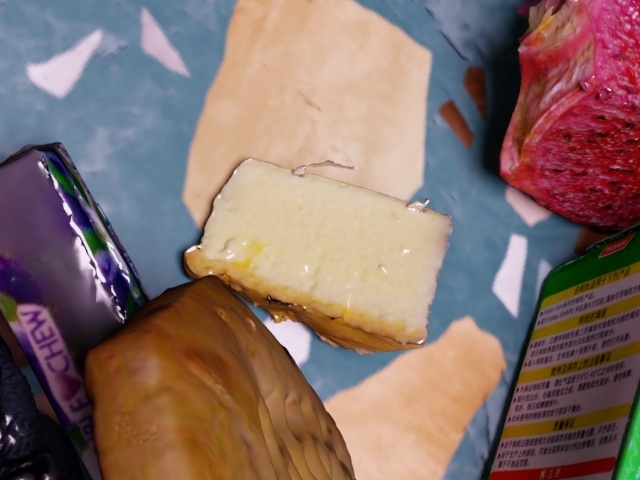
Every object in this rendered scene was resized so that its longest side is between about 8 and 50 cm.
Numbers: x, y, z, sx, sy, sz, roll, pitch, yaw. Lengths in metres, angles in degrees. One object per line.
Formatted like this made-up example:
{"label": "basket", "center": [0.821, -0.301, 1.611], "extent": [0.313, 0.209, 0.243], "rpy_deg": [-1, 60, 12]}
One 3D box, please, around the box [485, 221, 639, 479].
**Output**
{"label": "box", "center": [0.164, 0.115, 0.608], "extent": [0.103, 0.180, 0.250], "rpy_deg": [25, 71, -10]}

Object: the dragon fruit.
{"label": "dragon fruit", "center": [0.200, -0.094, 0.690], "extent": [0.274, 0.126, 0.161], "rpy_deg": [17, 66, -33]}

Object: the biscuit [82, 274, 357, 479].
{"label": "biscuit", "center": [0.016, 0.171, 0.458], "extent": [0.046, 0.359, 0.359], "rpy_deg": [-28, 97, 4]}

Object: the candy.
{"label": "candy", "center": [-0.073, 0.101, 0.538], "extent": [0.061, 0.088, 0.312], "rpy_deg": [-28, 96, -3]}

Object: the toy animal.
{"label": "toy animal", "center": [-0.141, 0.076, 0.505], "extent": [0.062, 0.108, 0.220], "rpy_deg": [-40, 132, -26]}

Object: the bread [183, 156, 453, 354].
{"label": "bread", "center": [0.000, 0.000, 0.595], "extent": [0.109, 0.080, 0.084], "rpy_deg": [28, 70, -23]}
